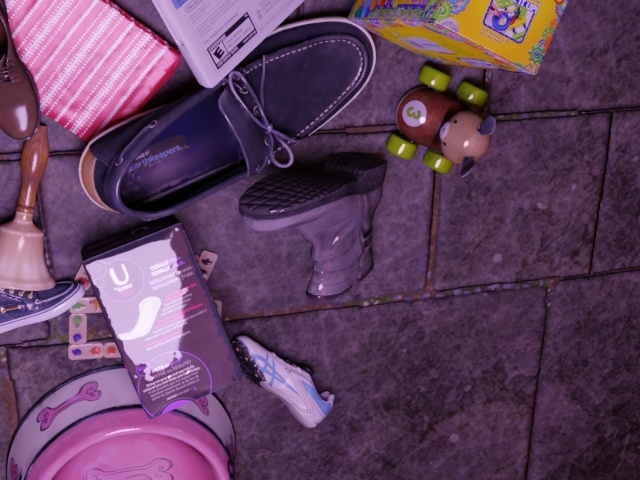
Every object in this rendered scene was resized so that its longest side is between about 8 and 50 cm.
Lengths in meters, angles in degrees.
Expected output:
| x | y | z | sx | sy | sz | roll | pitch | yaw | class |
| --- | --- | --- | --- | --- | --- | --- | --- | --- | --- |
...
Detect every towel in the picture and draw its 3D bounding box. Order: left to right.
| x | y | z | sx | sy | sz | roll | pitch | yaw | class |
| --- | --- | --- | --- | --- | --- | --- | --- | --- | --- |
| -0.365 | -0.274 | 1.411 | 0.275 | 0.031 | 0.199 | 35 | 102 | -26 | towel |

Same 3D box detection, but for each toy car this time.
| x | y | z | sx | sy | sz | roll | pitch | yaw | class |
| --- | --- | --- | --- | --- | --- | --- | --- | --- | --- |
| 0.214 | -0.173 | 1.546 | 0.149 | 0.188 | 0.155 | 18 | 107 | -24 | toy car |

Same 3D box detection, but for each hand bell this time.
| x | y | z | sx | sy | sz | roll | pitch | yaw | class |
| --- | --- | --- | --- | --- | --- | --- | --- | --- | --- |
| -0.445 | -0.056 | 1.458 | 0.126 | 0.126 | 0.242 | 10 | 99 | -21 | hand bell |

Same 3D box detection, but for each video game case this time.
| x | y | z | sx | sy | sz | roll | pitch | yaw | class |
| --- | --- | --- | --- | --- | --- | --- | --- | --- | --- |
| -0.110 | -0.424 | 1.309 | 0.329 | 0.036 | 0.300 | -47 | 137 | -19 | video game case |

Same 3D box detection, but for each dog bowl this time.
| x | y | z | sx | sy | sz | roll | pitch | yaw | class |
| --- | --- | --- | --- | --- | --- | --- | --- | --- | --- |
| -0.334 | 0.425 | 1.674 | 0.408 | 0.150 | 0.408 | -7 | 115 | -14 | dog bowl |

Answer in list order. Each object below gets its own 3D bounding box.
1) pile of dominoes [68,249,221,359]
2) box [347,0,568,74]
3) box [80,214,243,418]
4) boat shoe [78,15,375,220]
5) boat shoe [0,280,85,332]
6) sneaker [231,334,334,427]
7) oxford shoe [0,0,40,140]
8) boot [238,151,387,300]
| x | y | z | sx | sy | sz | roll | pitch | yaw | class |
| --- | --- | --- | --- | --- | --- | --- | --- | --- | --- |
| -0.292 | 0.115 | 1.606 | 0.251 | 0.040 | 0.196 | -2 | 114 | -17 | pile of dominoes |
| 0.215 | -0.403 | 1.358 | 0.177 | 0.290 | 0.279 | 21 | 96 | -24 | box |
| -0.252 | 0.115 | 1.521 | 0.165 | 0.143 | 0.270 | -22 | 102 | -11 | box |
| -0.120 | -0.177 | 1.448 | 0.500 | 0.156 | 0.186 | -29 | 120 | -12 | boat shoe |
| -0.472 | 0.087 | 1.520 | 0.183 | 0.065 | 0.083 | -21 | 118 | -4 | boat shoe |
| -0.068 | 0.240 | 1.719 | 0.237 | 0.085 | 0.086 | 46 | 68 | -25 | sneaker |
| -0.451 | -0.236 | 1.338 | 0.083 | 0.096 | 0.227 | -18 | 120 | -7 | oxford shoe |
| 0.000 | 0.000 | 1.521 | 0.338 | 0.118 | 0.222 | -20 | 122 | -48 | boot |
